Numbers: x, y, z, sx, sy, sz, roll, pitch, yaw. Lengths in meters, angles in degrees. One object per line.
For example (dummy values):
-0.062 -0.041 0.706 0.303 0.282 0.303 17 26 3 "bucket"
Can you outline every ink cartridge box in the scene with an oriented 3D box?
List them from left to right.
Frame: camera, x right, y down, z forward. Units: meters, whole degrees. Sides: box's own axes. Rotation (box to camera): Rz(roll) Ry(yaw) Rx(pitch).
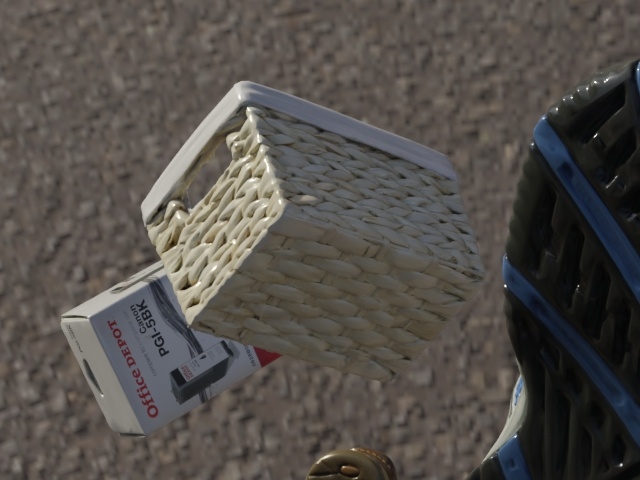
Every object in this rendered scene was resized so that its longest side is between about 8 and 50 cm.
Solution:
-0.101 0.067 1.361 0.135 0.099 0.056 -31 12 -27 "ink cartridge box"

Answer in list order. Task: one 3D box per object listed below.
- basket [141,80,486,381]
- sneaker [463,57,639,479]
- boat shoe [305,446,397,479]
0.000 0.000 1.094 0.167 0.113 0.103 17 36 -36 "basket"
0.082 0.055 0.472 0.080 0.211 0.081 26 25 27 "sneaker"
0.012 0.205 1.101 0.064 0.060 0.178 15 96 23 "boat shoe"
